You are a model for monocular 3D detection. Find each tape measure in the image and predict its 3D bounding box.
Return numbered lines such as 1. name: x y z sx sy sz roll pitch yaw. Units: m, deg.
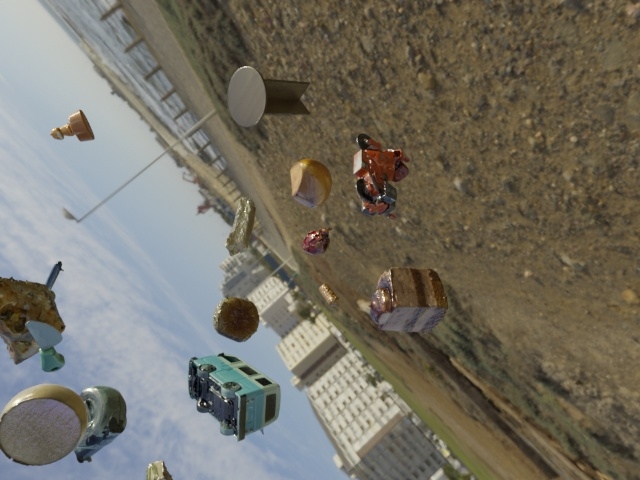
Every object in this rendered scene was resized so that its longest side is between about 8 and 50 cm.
1. tape measure: -0.960 0.757 2.087 0.275 0.256 0.147 54 -176 31

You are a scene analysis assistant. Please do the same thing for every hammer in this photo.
1. hammer: -0.992 0.162 1.789 0.069 0.194 0.116 27 -176 -11

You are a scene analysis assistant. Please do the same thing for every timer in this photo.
1. timer: -1.040 -0.457 2.032 0.132 0.152 0.132 60 165 27

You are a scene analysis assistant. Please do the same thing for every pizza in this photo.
1. pizza: -0.819 0.196 1.323 0.071 0.189 0.297 26 139 42

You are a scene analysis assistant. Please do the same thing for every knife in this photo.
1. knife: -0.648 0.250 1.169 0.034 0.063 0.260 59 147 26

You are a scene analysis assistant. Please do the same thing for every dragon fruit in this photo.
1. dragon fruit: 0.000 0.000 1.785 0.094 0.094 0.190 49 147 -5

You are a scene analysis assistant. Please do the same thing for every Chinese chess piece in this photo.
1. Chinese chess piece: -0.932 0.620 1.651 0.270 0.270 0.112 51 176 -20

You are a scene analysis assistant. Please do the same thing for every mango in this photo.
1. mango: -0.051 -0.281 2.302 0.201 0.199 0.350 47 165 15

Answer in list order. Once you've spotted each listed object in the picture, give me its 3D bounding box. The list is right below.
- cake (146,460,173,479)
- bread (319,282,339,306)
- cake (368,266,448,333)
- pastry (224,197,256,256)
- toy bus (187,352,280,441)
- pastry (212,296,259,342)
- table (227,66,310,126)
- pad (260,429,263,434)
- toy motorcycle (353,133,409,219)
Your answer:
1. cake: -0.413 0.650 1.294 0.055 0.051 0.140 -120 12 -65
2. bread: 0.038 0.242 2.189 0.044 0.052 0.157 32 -172 -30
3. cake: 0.310 0.227 1.863 0.196 0.293 0.198 111 158 -48
4. pastry: -0.328 -0.056 2.034 0.089 0.258 0.121 1 149 13
5. toy bus: -0.236 0.406 1.331 0.271 0.165 0.133 16 107 46
6. pastry: -0.357 0.334 2.068 0.192 0.182 0.093 17 169 -23
7. table: -0.140 -0.429 1.477 0.227 0.167 0.167 -16 -126 -48
8. pad: -0.235 0.621 1.741 0.112 0.003 0.157 45 150 30
9. toy motorcycle: 0.209 -0.219 1.692 0.221 0.325 0.148 24 141 -26
